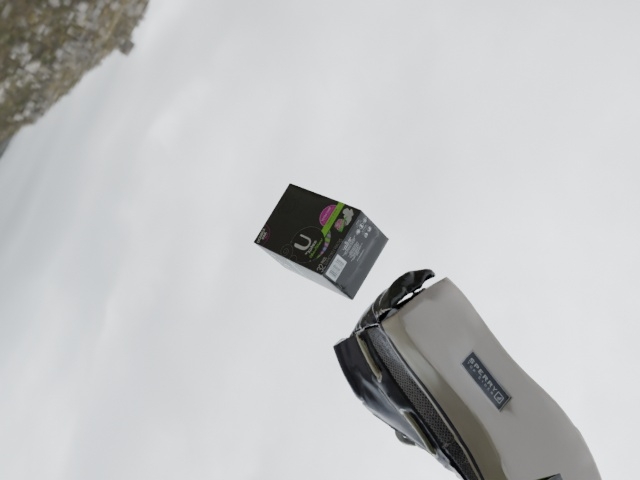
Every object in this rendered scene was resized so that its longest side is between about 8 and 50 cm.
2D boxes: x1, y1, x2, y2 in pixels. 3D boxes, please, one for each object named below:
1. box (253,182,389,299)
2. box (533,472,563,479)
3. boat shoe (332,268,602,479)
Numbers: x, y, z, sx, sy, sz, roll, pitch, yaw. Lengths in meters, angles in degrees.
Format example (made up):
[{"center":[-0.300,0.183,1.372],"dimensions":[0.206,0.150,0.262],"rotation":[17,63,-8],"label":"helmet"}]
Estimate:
[{"center":[0.000,0.000,0.631],"dimensions":[0.083,0.052,0.062],"rotation":[24,-102,41],"label":"box"},{"center":[0.097,0.268,0.681],"dimensions":[0.190,0.184,0.045],"rotation":[-34,-113,41],"label":"box"},{"center":[0.152,0.196,0.824],"dimensions":[0.127,0.340,0.158],"rotation":[-30,175,-34],"label":"boat shoe"}]
